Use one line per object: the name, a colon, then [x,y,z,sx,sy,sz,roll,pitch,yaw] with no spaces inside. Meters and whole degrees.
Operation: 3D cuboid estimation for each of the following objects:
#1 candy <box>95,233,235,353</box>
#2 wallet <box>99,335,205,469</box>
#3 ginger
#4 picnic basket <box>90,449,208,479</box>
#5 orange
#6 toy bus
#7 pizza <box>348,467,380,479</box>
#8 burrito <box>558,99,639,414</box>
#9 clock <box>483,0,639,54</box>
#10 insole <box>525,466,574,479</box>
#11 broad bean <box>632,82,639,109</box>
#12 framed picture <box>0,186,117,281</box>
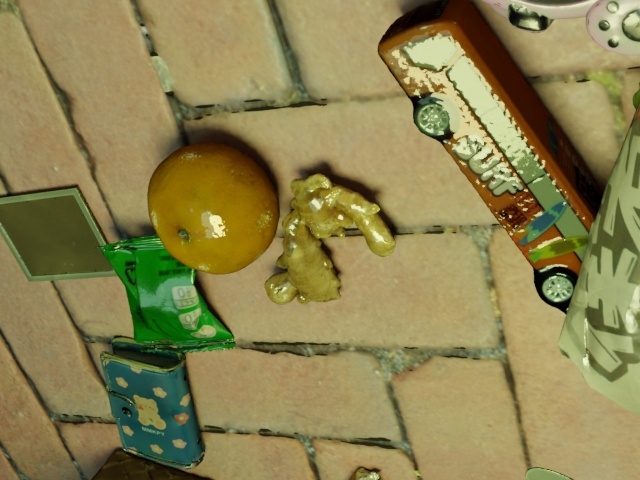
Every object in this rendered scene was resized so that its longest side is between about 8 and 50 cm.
candy: [-0.204,0.078,1.247,0.141,0.078,0.203,6,132,24]
wallet: [-0.248,0.241,1.403,0.141,0.059,0.202,12,129,23]
ginger: [0.000,0.000,1.098,0.193,0.052,0.176,-9,118,28]
picnic basket: [-0.298,0.534,1.493,0.254,0.291,0.321,15,121,18]
orange: [-0.125,-0.034,1.086,0.156,0.124,0.156,13,129,16]
toy bus: [0.204,-0.052,0.922,0.092,0.093,0.409,-29,108,31]
pizza: [0.112,0.413,1.350,0.195,0.052,0.185,16,113,8]
burrito: [0.310,-0.042,0.799,0.139,0.101,0.446,17,121,15]
clock: [0.187,-0.278,0.763,0.247,0.090,0.228,15,129,20]
insole: [0.328,0.329,1.203,0.152,0.002,0.053,33,132,2]
broad bean: [0.409,-0.067,0.834,0.297,0.043,0.060,30,141,4]
framed picture: [-0.368,-0.006,1.312,0.183,0.011,0.142,-5,121,31]
